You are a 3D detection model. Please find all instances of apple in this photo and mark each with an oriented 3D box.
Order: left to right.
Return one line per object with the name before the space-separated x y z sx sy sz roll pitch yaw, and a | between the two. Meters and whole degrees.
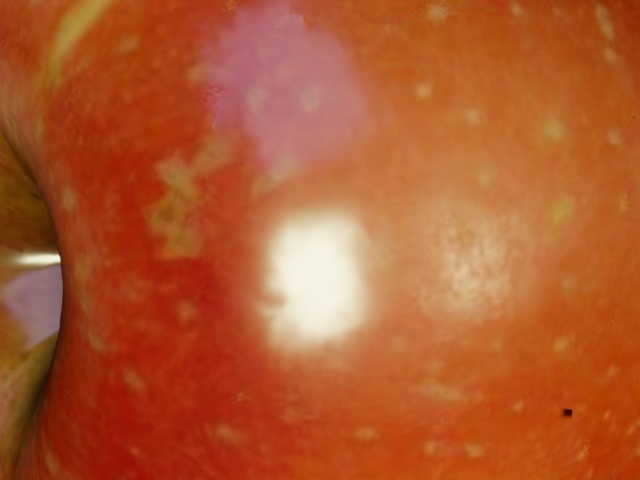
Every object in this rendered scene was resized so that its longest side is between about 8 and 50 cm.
apple | 0.000 0.000 0.460 0.216 0.260 0.260 -7 52 -31
